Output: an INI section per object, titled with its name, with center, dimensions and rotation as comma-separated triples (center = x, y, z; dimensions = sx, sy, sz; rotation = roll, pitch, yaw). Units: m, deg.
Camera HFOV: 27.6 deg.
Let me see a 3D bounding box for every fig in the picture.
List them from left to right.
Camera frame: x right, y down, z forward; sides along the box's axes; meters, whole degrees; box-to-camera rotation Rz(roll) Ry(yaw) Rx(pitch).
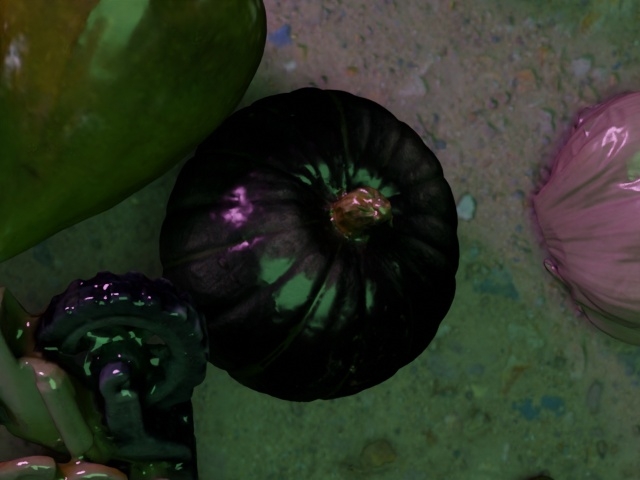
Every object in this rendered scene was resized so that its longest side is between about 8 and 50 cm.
[fig]
center = -0.194, -0.133, 0.964
dimensions = 0.314, 0.233, 0.233
rotation = -32, 102, -8

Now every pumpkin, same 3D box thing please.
[pumpkin]
center = 0.000, 0.000, 1.024
dimensions = 0.250, 0.216, 0.250
rotation = 8, 69, -23

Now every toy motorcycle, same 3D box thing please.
[toy motorcycle]
center = -0.191, 0.193, 1.026
dimensions = 0.237, 0.168, 0.410
rotation = -4, 127, -5

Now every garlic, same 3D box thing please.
[garlic]
center = 0.289, -0.006, 1.105
dimensions = 0.178, 0.143, 0.229
rotation = -18, 110, -7

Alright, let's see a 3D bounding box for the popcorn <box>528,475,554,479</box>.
[popcorn]
center = 0.221, 0.398, 1.091
dimensions = 0.326, 0.290, 0.321
rotation = -11, 104, 13
